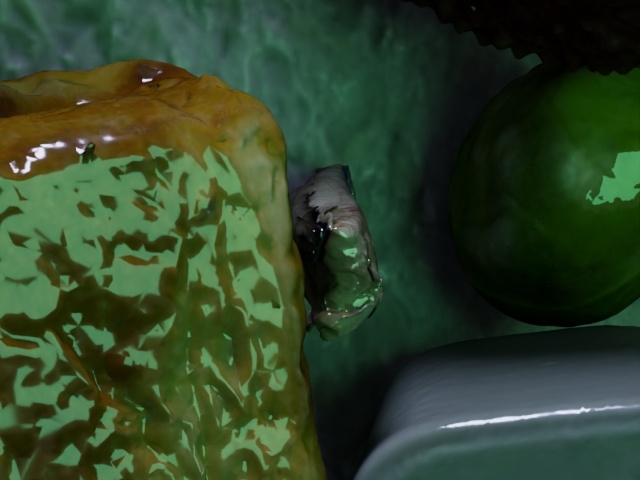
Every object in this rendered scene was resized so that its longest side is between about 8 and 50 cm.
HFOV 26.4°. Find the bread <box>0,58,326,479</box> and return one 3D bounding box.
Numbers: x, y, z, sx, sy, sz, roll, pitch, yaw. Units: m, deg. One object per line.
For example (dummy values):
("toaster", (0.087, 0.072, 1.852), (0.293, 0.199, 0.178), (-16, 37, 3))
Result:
("bread", (-0.093, 0.104, 0.520), (0.195, 0.149, 0.344), (-10, 100, -24))

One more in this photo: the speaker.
("speaker", (0.124, 0.246, 0.631), (0.183, 0.184, 0.406), (-7, 100, 5))

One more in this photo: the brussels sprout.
("brussels sprout", (0.129, -0.030, 0.683), (0.155, 0.117, 0.155), (-43, 145, -41))

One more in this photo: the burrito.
("burrito", (0.002, 0.000, 0.584), (0.042, 0.171, 0.051), (2, 101, -7))

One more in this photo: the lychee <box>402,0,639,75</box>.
("lychee", (0.111, -0.217, 0.598), (0.271, 0.271, 0.271), (-3, 95, -35))
